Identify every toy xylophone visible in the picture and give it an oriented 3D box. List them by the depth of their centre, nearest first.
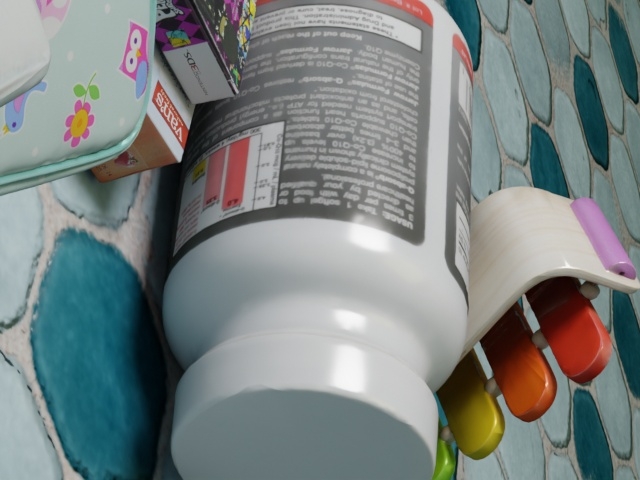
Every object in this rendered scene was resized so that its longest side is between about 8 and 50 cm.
[{"bbox_3d":[0.090,0.075,1.357,0.081,0.322,0.236,32,28,-28],"label":"toy xylophone"}]

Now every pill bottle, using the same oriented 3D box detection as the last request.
[{"bbox_3d":[0.000,0.000,1.257,0.210,0.210,0.363,54,31,-44],"label":"pill bottle"}]

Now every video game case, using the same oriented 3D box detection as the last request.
[{"bbox_3d":[-0.094,-0.244,1.203,0.232,0.041,0.210,-83,154,-43],"label":"video game case"}]

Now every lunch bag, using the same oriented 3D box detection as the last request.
[{"bbox_3d":[-0.197,-0.122,0.905,0.279,0.108,0.224,-19,116,-57],"label":"lunch bag"}]

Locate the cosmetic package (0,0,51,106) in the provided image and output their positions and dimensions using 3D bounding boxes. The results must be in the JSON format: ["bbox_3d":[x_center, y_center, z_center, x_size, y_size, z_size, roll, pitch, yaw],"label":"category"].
[{"bbox_3d":[-0.321,-0.141,0.388,0.327,0.329,0.394,-49,122,-65],"label":"cosmetic package"}]

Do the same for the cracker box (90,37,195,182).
[{"bbox_3d":[-0.137,-0.174,1.215,0.232,0.067,0.156,-81,149,-46],"label":"cracker box"}]
